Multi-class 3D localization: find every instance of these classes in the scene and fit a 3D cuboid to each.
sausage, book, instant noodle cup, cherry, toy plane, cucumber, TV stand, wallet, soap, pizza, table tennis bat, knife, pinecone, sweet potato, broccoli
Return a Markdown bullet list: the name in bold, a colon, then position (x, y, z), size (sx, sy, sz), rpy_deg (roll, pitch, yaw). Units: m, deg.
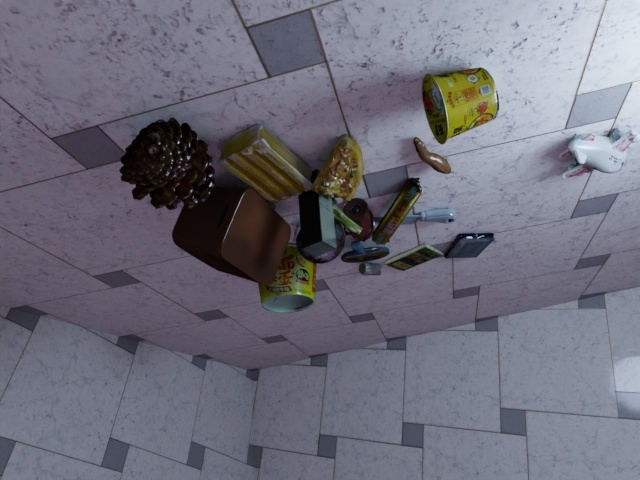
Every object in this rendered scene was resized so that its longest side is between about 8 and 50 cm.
- **sausage**: position (0.290, -0.108, 1.694), size (0.082, 0.082, 0.372), rpy_deg (3, 147, -16)
- **book**: position (0.440, 0.084, 2.155), size (0.228, 0.024, 0.160), rpy_deg (-28, 147, 35)
- **instant noodle cup**: position (0.359, -0.356, 1.174), size (0.144, 0.182, 0.182), rpy_deg (-17, 151, 2)
- **cherry**: position (0.003, -0.008, 1.747), size (0.194, 0.195, 0.195), rpy_deg (-4, 152, -2)
- **toy plane**: position (0.887, -0.277, 1.465), size (0.251, 0.118, 0.252), rpy_deg (-6, 154, -3)
- **cucumber**: position (0.242, 0.138, 2.180), size (0.111, 0.064, 0.064), rpy_deg (7, 150, -28)
- **TV stand**: position (-0.013, -0.091, 1.481), size (0.088, 0.270, 0.082), rpy_deg (-23, 148, 29)
- **wallet**: position (0.675, 0.027, 2.077), size (0.167, 0.036, 0.222), rpy_deg (-2, 152, -7)
- **instant noodle cup**: position (-0.144, 0.178, 2.014), size (0.310, 0.222, 0.311), rpy_deg (-5, 153, -2)
- **soap**: position (-0.163, -0.224, 1.399), size (0.173, 0.089, 0.274), rpy_deg (-17, 150, 26)
- **pizza**: position (0.060, -0.201, 1.423), size (0.197, 0.058, 0.292), rpy_deg (-33, 148, -22)
- **table tennis bat**: position (0.185, 0.054, 1.969), size (0.214, 0.044, 0.329), rpy_deg (-10, 166, 13)
- **knife**: position (0.370, -0.086, 1.816), size (0.330, 0.044, 0.080), rpy_deg (-4, 155, 8)
- **pinecone**: position (-0.404, -0.189, 1.274), size (0.246, 0.247, 0.292), rpy_deg (-11, 163, 11)
- **sweet potato**: position (0.347, -0.270, 1.453), size (0.214, 0.050, 0.050), rpy_deg (28, 138, -37)
- **broccoli**: position (0.059, -0.084, 1.602), size (0.204, 0.118, 0.123), rpy_deg (33, 110, 0)

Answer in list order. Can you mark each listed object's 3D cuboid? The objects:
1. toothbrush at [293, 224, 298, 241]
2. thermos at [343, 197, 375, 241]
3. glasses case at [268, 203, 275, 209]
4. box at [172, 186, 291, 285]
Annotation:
- **toothbrush**: position (-0.102, -0.026, 1.862), size (0.011, 0.013, 0.131), rpy_deg (9, 151, -6)
- **thermos**: position (0.147, -0.061, 1.749), size (0.124, 0.099, 0.232), rpy_deg (-13, 151, 6)
- **glasses case**: position (-0.193, -0.111, 1.676), size (0.032, 0.021, 0.083), rpy_deg (12, 147, -31)
- **box**: position (-0.295, -0.018, 1.546), size (0.229, 0.240, 0.339), rpy_deg (10, 161, 27)
